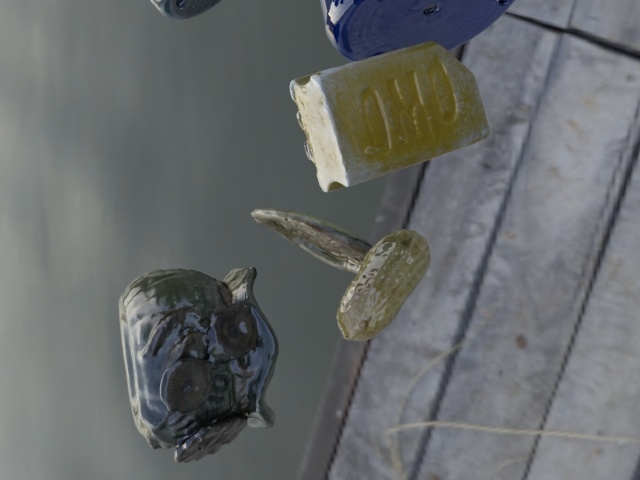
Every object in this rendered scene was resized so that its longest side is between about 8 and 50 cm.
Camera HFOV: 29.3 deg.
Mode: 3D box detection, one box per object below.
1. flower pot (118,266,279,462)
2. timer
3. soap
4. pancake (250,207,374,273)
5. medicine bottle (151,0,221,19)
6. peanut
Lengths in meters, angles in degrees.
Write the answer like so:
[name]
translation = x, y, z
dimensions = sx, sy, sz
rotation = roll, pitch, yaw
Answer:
[flower pot]
translation = -0.187, 0.184, 1.878
dimensions = 0.302, 0.213, 0.301
rotation = 172, 90, -76
[timer]
translation = 0.083, -0.454, 1.618
dimensions = 0.270, 0.270, 0.383
rotation = -38, 62, 40
[soap]
translation = 0.087, -0.156, 1.483
dimensions = 0.073, 0.232, 0.140
rotation = -6, 102, 56
[pancake]
translation = 0.000, -0.001, 2.092
dimensions = 0.250, 0.250, 0.031
rotation = 13, 74, 48
[medicine bottle]
translation = -0.230, -0.432, 1.589
dimensions = 0.293, 0.141, 0.141
rotation = 51, 126, 17
[peanut]
translation = 0.087, 0.064, 1.773
dimensions = 0.093, 0.083, 0.194
rotation = 22, 66, 43
